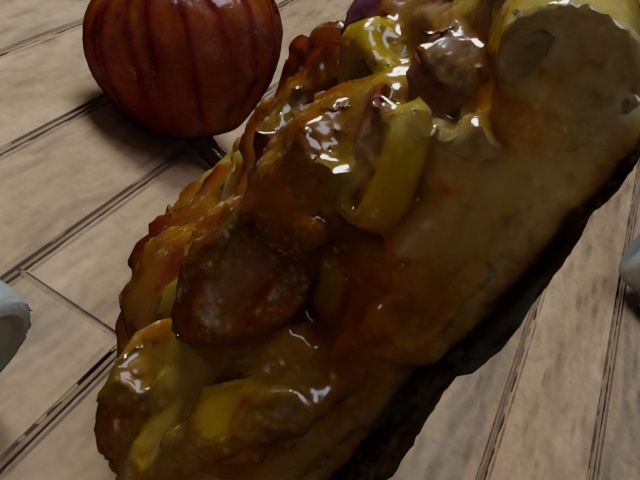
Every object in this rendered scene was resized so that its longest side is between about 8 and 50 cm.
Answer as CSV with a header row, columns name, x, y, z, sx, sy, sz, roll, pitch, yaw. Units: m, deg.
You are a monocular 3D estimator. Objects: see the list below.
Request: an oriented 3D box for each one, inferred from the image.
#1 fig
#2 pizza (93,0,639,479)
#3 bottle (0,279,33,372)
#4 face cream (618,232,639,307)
name,x,y,z,sx,sy,sz,roll,pitch,yaw
fig,-0.077,-0.115,0.965,0.150,0.128,0.128,53,5,-38
pizza,0.000,0.000,0.634,0.114,0.278,0.409,34,-15,-11
bottle,-0.212,-0.019,0.633,0.217,0.060,0.060,40,22,19
face cream,0.299,0.019,1.185,0.104,0.117,0.117,41,21,1
